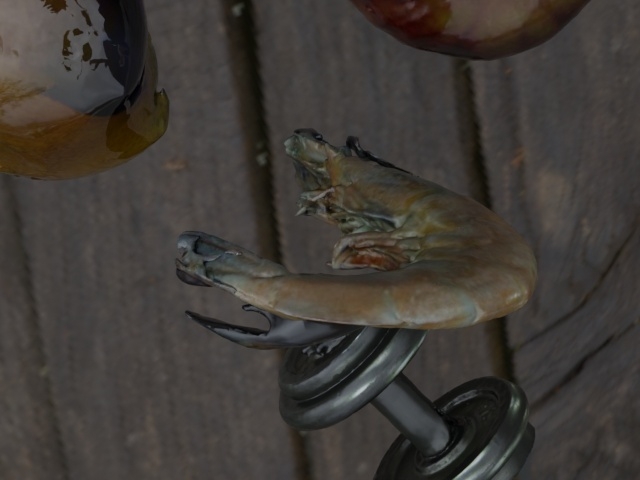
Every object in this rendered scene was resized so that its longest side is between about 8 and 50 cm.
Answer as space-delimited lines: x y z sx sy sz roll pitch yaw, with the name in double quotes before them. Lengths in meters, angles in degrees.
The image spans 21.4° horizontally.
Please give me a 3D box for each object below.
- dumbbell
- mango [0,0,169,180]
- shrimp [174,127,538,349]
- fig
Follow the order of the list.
"dumbbell" 0.078 0.155 1.625 0.192 0.192 0.290 -36 107 26
"mango" -0.214 -0.149 0.984 0.287 0.153 0.201 28 111 14
"shrimp" 0.000 0.000 0.775 0.152 0.219 0.046 -11 115 -20
"fig" 0.072 -0.165 0.841 0.148 0.202 0.149 14 93 -6
